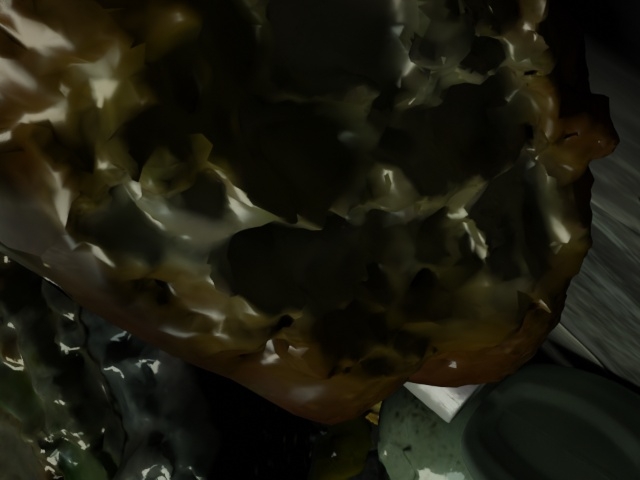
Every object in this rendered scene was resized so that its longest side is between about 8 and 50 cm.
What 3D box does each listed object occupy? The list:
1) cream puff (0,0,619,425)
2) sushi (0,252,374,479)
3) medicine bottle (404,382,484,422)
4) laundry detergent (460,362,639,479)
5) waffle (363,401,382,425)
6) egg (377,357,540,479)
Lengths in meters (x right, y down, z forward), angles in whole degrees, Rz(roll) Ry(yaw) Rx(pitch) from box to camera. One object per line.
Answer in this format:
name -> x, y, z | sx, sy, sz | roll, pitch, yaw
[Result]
cream puff -> -0.034, -0.061, 0.411 | 0.241, 0.155, 0.269 | 41, 177, 12
sushi -> -0.115, 0.120, 1.123 | 0.285, 0.328, 0.329 | 1, -140, -52
medicine bottle -> 0.000, 0.000, 0.982 | 0.260, 0.095, 0.095 | 40, 174, 12
laundry detergent -> 0.224, 0.199, 0.977 | 0.280, 0.105, 0.215 | 42, 173, -26
waffle -> 0.056, 0.140, 1.731 | 0.379, 0.095, 0.382 | 43, 177, -12
egg -> 0.096, 0.124, 1.109 | 0.131, 0.131, 0.164 | 42, 176, -16
